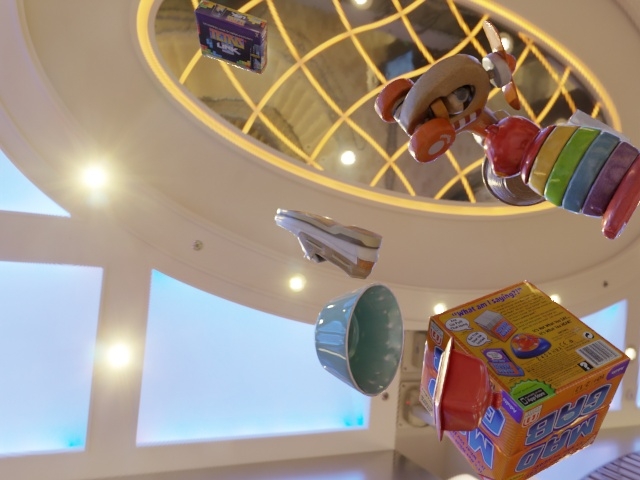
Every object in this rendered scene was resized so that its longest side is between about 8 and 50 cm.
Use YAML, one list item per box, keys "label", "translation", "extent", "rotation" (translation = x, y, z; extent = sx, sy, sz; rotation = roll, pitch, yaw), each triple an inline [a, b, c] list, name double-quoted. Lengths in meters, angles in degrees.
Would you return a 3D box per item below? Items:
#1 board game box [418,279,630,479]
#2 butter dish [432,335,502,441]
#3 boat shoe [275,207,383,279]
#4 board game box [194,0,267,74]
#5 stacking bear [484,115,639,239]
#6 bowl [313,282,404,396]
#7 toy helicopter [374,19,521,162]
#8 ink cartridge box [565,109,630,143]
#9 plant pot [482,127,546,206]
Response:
- label: "board game box"
  translation: [0.535, 0.391, 1.454]
  extent: [0.357, 0.356, 0.356]
  rotation: [-16, -53, -20]
- label: "butter dish"
  translation: [0.280, 0.289, 0.983]
  extent: [0.160, 0.118, 0.160]
  rotation: [74, -149, -45]
- label: "boat shoe"
  translation: [0.000, 0.000, 1.189]
  extent: [0.113, 0.302, 0.103]
  rotation: [3, -76, -46]
- label: "board game box"
  translation: [-0.216, -0.499, 1.291]
  extent: [0.170, 0.141, 0.048]
  rotation: [20, -114, 5]
- label: "stacking bear"
  translation: [0.439, -0.139, 0.962]
  extent: [0.175, 0.289, 0.164]
  rotation: [-5, -59, -57]
- label: "bowl"
  translation: [0.095, 0.275, 1.493]
  extent: [0.311, 0.163, 0.311]
  rotation: [5, -96, -54]
- label: "toy helicopter"
  translation: [0.286, -0.253, 0.977]
  extent: [0.355, 0.235, 0.140]
  rotation: [6, -136, -51]
- label: "ink cartridge box"
  translation: [0.822, -0.294, 1.524]
  extent: [0.224, 0.223, 0.045]
  rotation: [36, -75, 12]
- label: "plant pot"
  translation: [0.583, -0.192, 1.482]
  extent: [0.237, 0.237, 0.109]
  rotation: [55, -152, -16]
